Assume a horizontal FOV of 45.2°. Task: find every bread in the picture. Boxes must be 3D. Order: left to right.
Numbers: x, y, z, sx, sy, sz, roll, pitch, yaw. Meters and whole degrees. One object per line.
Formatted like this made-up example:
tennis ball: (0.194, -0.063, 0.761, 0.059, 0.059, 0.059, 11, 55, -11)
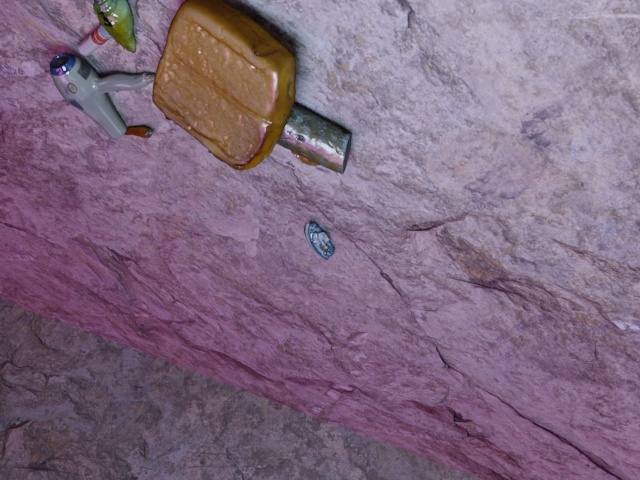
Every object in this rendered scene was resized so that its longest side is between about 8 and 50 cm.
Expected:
bread: (-0.202, -0.361, 1.729, 0.337, 0.148, 0.328, 36, 130, 12)
bread: (-0.030, -0.229, 1.945, 0.110, 0.024, 0.110, 21, 148, 14)

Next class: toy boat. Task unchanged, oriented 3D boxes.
toy boat: (0.000, 0.000, 2.213, 0.066, 0.059, 0.140, 9, 144, 48)

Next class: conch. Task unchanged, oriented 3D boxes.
conch: (-0.493, -0.534, 1.837, 0.095, 0.079, 0.200, 43, 159, 13)

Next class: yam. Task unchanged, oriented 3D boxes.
yam: (-0.011, -0.242, 1.840, 0.194, 0.107, 0.107, 27, 148, 1)

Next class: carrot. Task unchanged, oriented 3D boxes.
carrot: (-0.525, -0.312, 2.210, 0.142, 0.035, 0.035, 9, 144, 40)

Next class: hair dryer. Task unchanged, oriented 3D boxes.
hair dryer: (-0.564, -0.377, 2.105, 0.299, 0.118, 0.296, 11, 153, 4)

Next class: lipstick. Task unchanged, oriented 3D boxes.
lipstick: (-0.572, -0.509, 1.958, 0.131, 0.038, 0.038, -14, 128, 48)
